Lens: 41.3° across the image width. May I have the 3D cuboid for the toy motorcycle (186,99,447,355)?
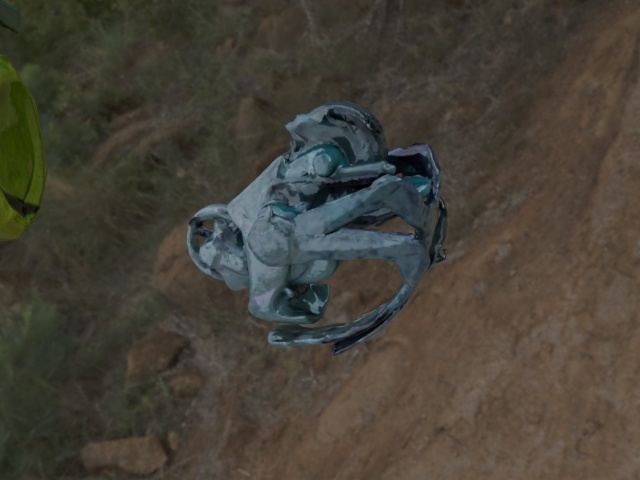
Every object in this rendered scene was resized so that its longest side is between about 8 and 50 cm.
[{"bbox_3d":[0.000,0.000,0.812,0.260,0.206,0.154,-40,5,32],"label":"toy motorcycle"}]

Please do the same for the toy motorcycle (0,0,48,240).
[{"bbox_3d":[-0.257,-0.142,0.391,0.200,0.191,0.327,-40,-54,-86],"label":"toy motorcycle"}]
